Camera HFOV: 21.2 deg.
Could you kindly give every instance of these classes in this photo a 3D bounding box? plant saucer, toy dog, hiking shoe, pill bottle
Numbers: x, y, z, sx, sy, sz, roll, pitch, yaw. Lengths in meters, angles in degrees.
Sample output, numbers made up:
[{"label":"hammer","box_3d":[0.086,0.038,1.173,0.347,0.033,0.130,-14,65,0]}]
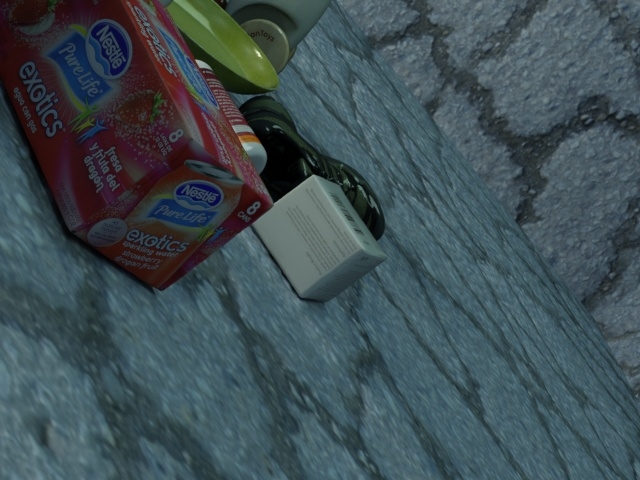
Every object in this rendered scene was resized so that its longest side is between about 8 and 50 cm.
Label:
[{"label":"plant saucer","box_3d":[-0.149,-0.249,2.006,0.241,0.037,0.241,41,15,-13]},{"label":"toy dog","box_3d":[-0.048,-0.372,2.316,0.161,0.333,0.220,35,-13,-5]},{"label":"hiking shoe","box_3d":[-0.018,-0.063,1.978,0.227,0.086,0.114,41,22,-13]},{"label":"pill bottle","box_3d":[-0.123,-0.117,1.642,0.152,0.086,0.086,57,11,18]}]

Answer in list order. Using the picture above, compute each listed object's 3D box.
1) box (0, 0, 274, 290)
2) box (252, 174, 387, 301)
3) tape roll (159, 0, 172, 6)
[{"label":"box","box_3d":[-0.158,-0.105,1.351,0.128,0.123,0.257,40,16,-53]},{"label":"box","box_3d":[0.000,0.000,1.789,0.101,0.087,0.102,56,10,14]},{"label":"tape roll","box_3d":[-0.206,-0.396,1.865,0.246,0.169,0.246,39,17,-14]}]
